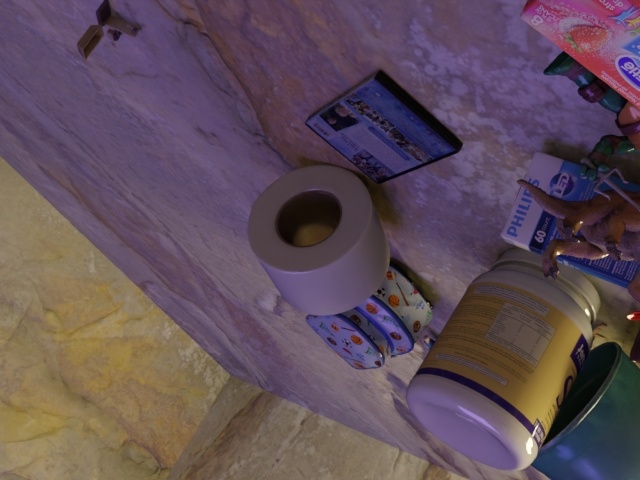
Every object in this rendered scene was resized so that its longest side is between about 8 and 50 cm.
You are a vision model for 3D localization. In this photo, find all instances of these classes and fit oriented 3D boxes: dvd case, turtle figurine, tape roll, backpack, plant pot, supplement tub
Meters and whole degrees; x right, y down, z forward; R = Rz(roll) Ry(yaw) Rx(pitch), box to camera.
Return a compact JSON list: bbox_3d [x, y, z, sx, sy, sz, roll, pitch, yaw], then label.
[{"bbox_3d":[0.097,-0.178,1.303,0.180,0.022,0.253,37,158,-17],"label":"dvd case"},{"bbox_3d":[0.370,-0.133,0.898,0.175,0.118,0.234,-32,104,29],"label":"turtle figurine"},{"bbox_3d":[0.000,0.000,1.516,0.246,0.246,0.169,19,155,30],"label":"tape roll"},{"bbox_3d":[0.114,0.162,1.795,0.276,0.213,0.263,41,146,-16],"label":"backpack"},{"bbox_3d":[0.533,0.366,1.404,0.255,0.272,0.272,41,159,5],"label":"plant pot"},{"bbox_3d":[0.327,0.203,1.379,0.241,0.331,0.241,30,156,15],"label":"supplement tub"}]

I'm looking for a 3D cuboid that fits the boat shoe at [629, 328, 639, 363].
[{"bbox_3d":[0.667,0.226,1.249,0.341,0.123,0.123,25,172,18],"label":"boat shoe"}]

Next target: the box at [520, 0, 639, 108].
[{"bbox_3d":[0.364,-0.201,0.728,0.300,0.142,0.154,34,159,-6],"label":"box"}]

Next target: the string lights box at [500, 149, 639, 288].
[{"bbox_3d":[0.397,-0.016,1.082,0.259,0.133,0.076,23,-179,22],"label":"string lights box"}]

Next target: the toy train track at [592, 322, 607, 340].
[{"bbox_3d":[0.527,0.177,1.510,0.048,0.014,0.083,28,158,8],"label":"toy train track"}]

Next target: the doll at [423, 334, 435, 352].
[{"bbox_3d":[0.313,0.270,1.955,0.129,0.046,0.189,24,166,-7],"label":"doll"}]

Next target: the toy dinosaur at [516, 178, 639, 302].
[{"bbox_3d":[0.397,-0.020,0.973,0.295,0.200,0.127,29,150,44],"label":"toy dinosaur"}]

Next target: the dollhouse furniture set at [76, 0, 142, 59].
[{"bbox_3d":[-0.378,-0.356,1.431,0.081,0.114,0.091,25,156,5],"label":"dollhouse furniture set"}]

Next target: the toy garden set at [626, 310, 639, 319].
[{"bbox_3d":[0.565,0.123,1.116,0.244,0.049,0.204,0,176,-15],"label":"toy garden set"}]
